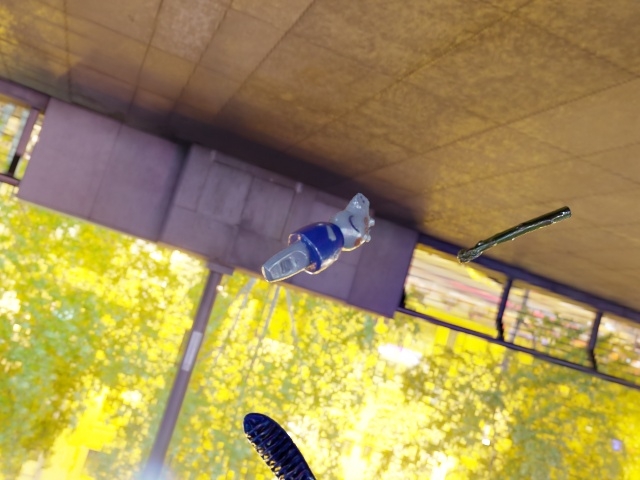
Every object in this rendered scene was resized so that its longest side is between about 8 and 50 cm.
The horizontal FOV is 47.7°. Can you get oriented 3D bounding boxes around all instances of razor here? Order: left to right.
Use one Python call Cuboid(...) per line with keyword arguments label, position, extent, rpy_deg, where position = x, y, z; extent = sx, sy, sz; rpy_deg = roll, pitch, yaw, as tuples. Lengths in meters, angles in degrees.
Cuboid(label="razor", position=(0.002, 0.165, 0.420), extent=(0.154, 0.044, 0.028), rpy_deg=(53, -168, 19))

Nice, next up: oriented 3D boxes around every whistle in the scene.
Cuboid(label="whistle", position=(0.000, 0.000, 0.429), extent=(0.083, 0.033, 0.029), rpy_deg=(-30, -148, -30))

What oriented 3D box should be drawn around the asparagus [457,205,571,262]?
Cuboid(label="asparagus", position=(0.198, -0.006, 0.747), extent=(0.127, 0.018, 0.015), rpy_deg=(-23, 142, -2))
